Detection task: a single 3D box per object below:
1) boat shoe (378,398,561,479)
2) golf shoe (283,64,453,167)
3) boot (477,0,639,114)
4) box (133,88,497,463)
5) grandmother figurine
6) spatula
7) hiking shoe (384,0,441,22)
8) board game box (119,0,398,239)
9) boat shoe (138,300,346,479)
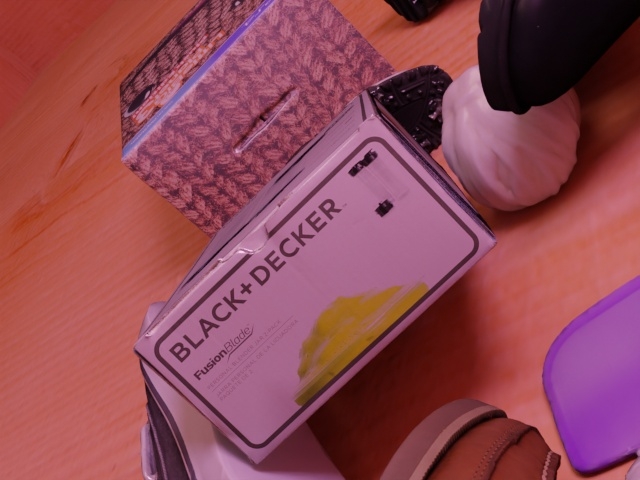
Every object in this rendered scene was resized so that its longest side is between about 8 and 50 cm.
[{"bbox_3d":[0.046,0.142,0.307,0.104,0.111,0.307,14,18,21],"label":"boat shoe"},{"bbox_3d":[0.022,-0.075,0.796,0.198,0.077,0.094,-41,24,12],"label":"golf shoe"},{"bbox_3d":[0.213,-0.160,0.501,0.207,0.094,0.246,19,75,31],"label":"boot"},{"bbox_3d":[0.000,0.000,0.604,0.169,0.087,0.290,-44,6,8],"label":"box"},{"bbox_3d":[0.173,-0.168,0.671,0.342,0.104,0.208,-64,1,-26],"label":"grandmother figurine"},{"bbox_3d":[0.126,0.101,0.374,0.084,0.030,0.296,-38,13,23],"label":"spatula"},{"bbox_3d":[0.132,-0.322,0.875,0.132,0.113,0.304,-51,5,-23],"label":"hiking shoe"},{"bbox_3d":[-0.077,-0.158,1.007,0.232,0.141,0.291,-45,24,7],"label":"board game box"},{"bbox_3d":[-0.062,0.131,0.599,0.102,0.108,0.301,-64,27,10],"label":"boat shoe"}]
